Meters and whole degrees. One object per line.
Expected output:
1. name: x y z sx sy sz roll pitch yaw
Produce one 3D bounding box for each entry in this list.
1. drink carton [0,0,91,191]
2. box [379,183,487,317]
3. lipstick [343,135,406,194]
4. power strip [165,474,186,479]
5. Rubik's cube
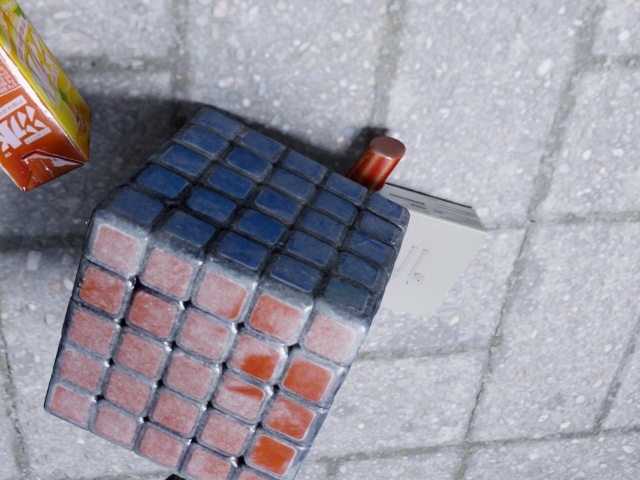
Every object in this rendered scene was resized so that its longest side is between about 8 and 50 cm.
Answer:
1. drink carton: -0.275 -0.155 0.711 0.071 0.096 0.223 -24 130 6
2. box: 0.092 0.012 0.959 0.130 0.051 0.129 15 123 -23
3. lipstick: 0.000 0.000 0.922 0.068 0.061 0.274 16 124 -32
4. power strip: -0.225 0.360 1.178 0.111 0.038 0.029 -38 126 16
5. Rubik's cube: -0.078 0.055 0.798 0.237 0.237 0.238 27 121 1
